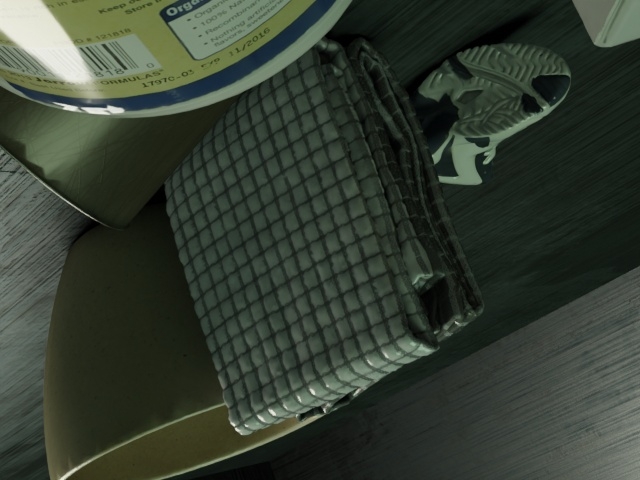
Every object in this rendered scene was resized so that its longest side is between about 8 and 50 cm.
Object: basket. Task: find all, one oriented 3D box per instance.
[{"bbox_3d":[-0.085,-0.145,0.635,0.227,0.154,0.204,-40,136,4],"label":"basket"}]

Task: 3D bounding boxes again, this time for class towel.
[{"bbox_3d":[0.000,0.000,1.030,0.121,0.284,0.235,0,153,-47],"label":"towel"}]

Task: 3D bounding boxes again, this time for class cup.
[{"bbox_3d":[-0.149,0.098,1.245,0.331,0.237,0.331,-19,163,-6],"label":"cup"}]

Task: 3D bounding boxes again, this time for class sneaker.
[{"bbox_3d":[0.159,-0.118,1.190,0.235,0.094,0.153,-30,163,28],"label":"sneaker"}]

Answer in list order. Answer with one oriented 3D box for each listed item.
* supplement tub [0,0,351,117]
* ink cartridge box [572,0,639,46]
[{"bbox_3d":[-0.101,-0.192,0.394,0.228,0.228,0.316,-22,164,4],"label":"supplement tub"},{"bbox_3d":[0.162,-0.253,0.447,0.198,0.270,0.197,-19,163,-10],"label":"ink cartridge box"}]
